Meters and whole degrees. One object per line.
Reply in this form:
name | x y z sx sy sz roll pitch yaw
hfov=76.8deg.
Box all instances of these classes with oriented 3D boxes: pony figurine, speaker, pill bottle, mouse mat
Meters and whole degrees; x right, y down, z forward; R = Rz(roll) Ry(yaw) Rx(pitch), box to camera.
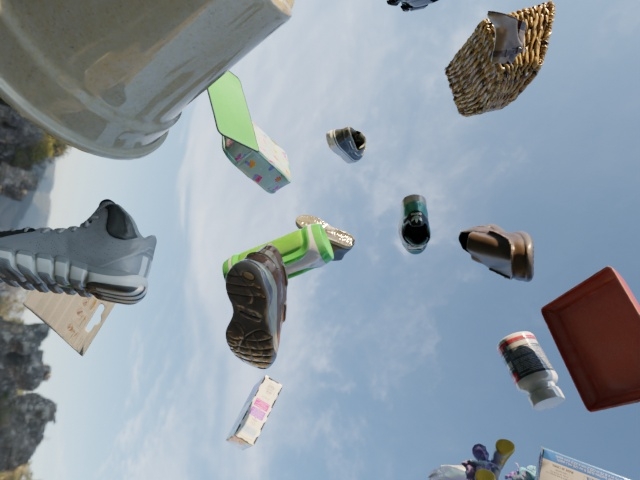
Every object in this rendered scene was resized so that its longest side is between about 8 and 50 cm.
pony figurine | 0.455 0.675 1.032 0.303 0.350 0.364 -77 160 -58
speaker | -0.119 0.055 1.133 0.296 0.131 0.131 -22 -123 8
pill bottle | 0.558 0.345 1.072 0.108 0.107 0.180 -52 -147 33
mouse mat | -0.187 -0.283 0.835 0.007 0.152 0.190 -21 -101 20

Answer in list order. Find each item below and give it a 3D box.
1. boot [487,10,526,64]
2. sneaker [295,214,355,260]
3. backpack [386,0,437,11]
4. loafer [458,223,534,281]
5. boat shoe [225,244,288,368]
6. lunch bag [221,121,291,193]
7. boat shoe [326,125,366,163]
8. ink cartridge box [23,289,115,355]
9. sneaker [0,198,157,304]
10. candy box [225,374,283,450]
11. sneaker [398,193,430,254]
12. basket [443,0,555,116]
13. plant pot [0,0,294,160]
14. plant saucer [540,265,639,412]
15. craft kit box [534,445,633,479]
boot | 0.377 -0.415 0.838 0.042 0.118 0.087 -123 -138 -53
sneaker | 0.000 0.000 1.431 0.118 0.222 0.083 -61 -176 47
backpack | 0.168 -0.513 0.677 0.144 0.166 0.189 -9 -78 36
loafer | 0.487 0.035 1.151 0.366 0.130 0.134 -69 155 -81
boat shoe | -0.118 0.147 0.836 0.116 0.123 0.324 -55 163 -47
lunch bag | -0.224 -0.307 1.431 0.107 0.279 0.224 -34 -134 18
boat shoe | 0.139 -0.401 1.703 0.119 0.335 0.121 -11 -90 24
ink cartridge box | -0.601 0.141 1.001 0.232 0.066 0.189 31 -90 12
sneaker | -0.328 -0.002 0.525 0.086 0.228 0.132 126 -25 -57
candy box | -0.211 0.549 1.285 0.196 0.070 0.165 -61 -176 -38
sneaker | 0.314 -0.017 1.361 0.108 0.302 0.121 -4 -123 13
basket | 0.545 -0.509 1.197 0.299 0.223 0.214 136 -64 -84
plant pot | -0.214 -0.320 0.518 0.305 0.334 0.334 -21 -119 21
plant saucer | 0.631 0.222 0.892 0.259 0.047 0.259 101 -20 -59
craft kit box | 0.481 0.518 0.668 0.249 0.061 0.247 13 -108 25
